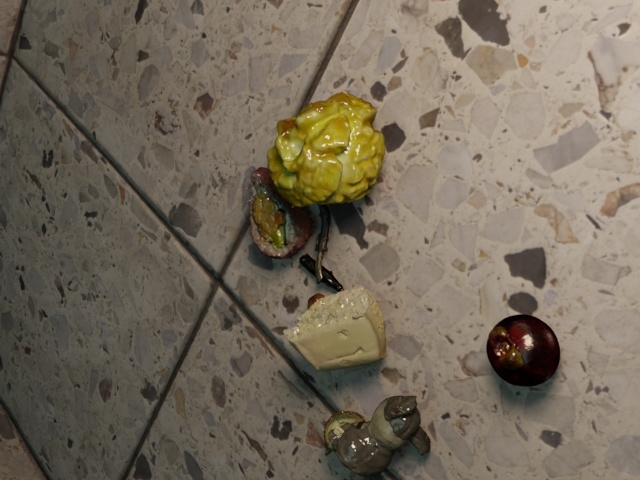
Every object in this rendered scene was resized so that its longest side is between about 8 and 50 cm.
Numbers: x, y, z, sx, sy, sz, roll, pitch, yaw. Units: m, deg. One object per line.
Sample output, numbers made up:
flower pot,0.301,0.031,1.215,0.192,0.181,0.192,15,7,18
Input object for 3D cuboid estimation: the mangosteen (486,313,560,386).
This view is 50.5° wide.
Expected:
mangosteen,0.403,0.224,1.370,0.152,0.152,0.153,6,100,38

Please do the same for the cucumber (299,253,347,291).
cucumber,0.012,0.089,1.733,0.163,0.043,0.039,36,75,26

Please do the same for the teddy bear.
teddy bear,0.164,0.457,1.610,0.251,0.144,0.171,-38,107,17

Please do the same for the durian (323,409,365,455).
durian,0.059,0.487,1.723,0.110,0.071,0.140,41,97,1

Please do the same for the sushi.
sushi,-0.125,-0.060,1.770,0.241,0.107,0.161,49,120,16

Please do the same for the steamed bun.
steamed bun,0.038,0.203,1.617,0.225,0.170,0.200,-15,127,16

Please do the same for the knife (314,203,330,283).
knife,0.006,-0.001,1.718,0.045,0.021,0.222,-3,84,17

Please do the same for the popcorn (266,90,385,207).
popcorn,0.007,-0.197,1.559,0.282,0.282,0.247,-14,93,39

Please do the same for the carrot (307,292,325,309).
carrot,0.025,0.208,1.730,0.055,0.055,0.162,-42,78,34
